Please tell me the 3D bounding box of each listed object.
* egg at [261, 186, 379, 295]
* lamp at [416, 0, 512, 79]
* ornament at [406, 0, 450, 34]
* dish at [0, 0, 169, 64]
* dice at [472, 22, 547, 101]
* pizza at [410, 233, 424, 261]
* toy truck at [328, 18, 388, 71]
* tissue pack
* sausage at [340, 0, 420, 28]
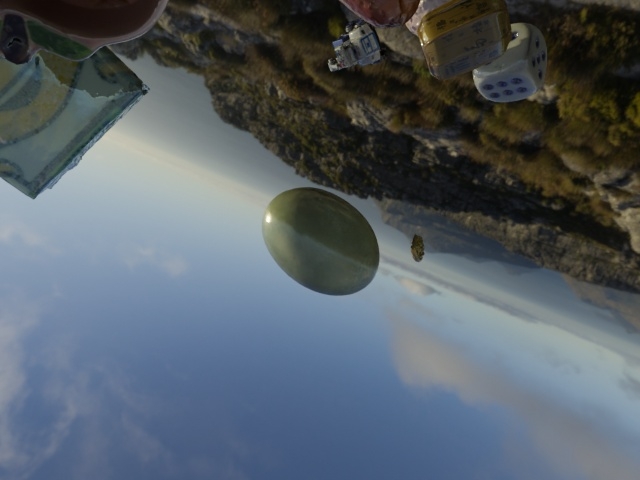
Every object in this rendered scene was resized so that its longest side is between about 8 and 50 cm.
[{"bbox_3d":[0.000,0.000,1.117,0.352,0.258,0.258,32,-176,13],"label":"egg"},{"bbox_3d":[0.321,-0.464,0.924,0.185,0.161,0.161,-20,164,21],"label":"lamp"},{"bbox_3d":[0.355,-0.728,1.199,0.259,0.259,0.225,23,-179,25],"label":"ornament"},{"bbox_3d":[-0.201,-0.227,0.267,0.213,0.213,0.090,22,-155,-26],"label":"dish"},{"bbox_3d":[0.653,-0.606,1.410,0.193,0.191,0.194,8,171,44],"label":"dice"},{"bbox_3d":[0.360,0.029,1.502,0.036,0.099,0.160,6,167,22],"label":"pizza"},{"bbox_3d":[0.119,-0.683,1.459,0.161,0.177,0.213,60,172,-26],"label":"toy truck"},{"bbox_3d":[-0.429,-0.240,0.537,0.311,0.228,0.128,45,178,-27],"label":"tissue pack"},{"bbox_3d":[0.062,-0.472,0.697,0.258,0.133,0.133,38,180,-8],"label":"sausage"}]
